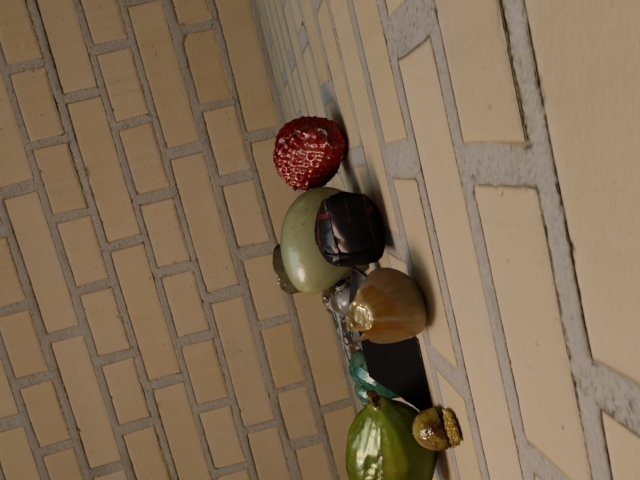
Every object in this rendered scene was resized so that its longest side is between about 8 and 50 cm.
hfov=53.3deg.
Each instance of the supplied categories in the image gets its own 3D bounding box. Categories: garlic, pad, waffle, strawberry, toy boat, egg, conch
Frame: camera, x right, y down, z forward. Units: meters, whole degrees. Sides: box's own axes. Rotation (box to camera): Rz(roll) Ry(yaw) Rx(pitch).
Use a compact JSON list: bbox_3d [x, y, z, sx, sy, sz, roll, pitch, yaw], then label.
[{"bbox_3d":[0.124,0.142,1.249,0.145,0.164,0.245,55,174,21],"label":"garlic"},{"bbox_3d":[0.124,0.199,1.643,0.174,0.022,0.233,36,133,46],"label":"pad"},{"bbox_3d":[0.257,0.366,1.245,0.085,0.016,0.078,97,158,-75],"label":"waffle"},{"bbox_3d":[-0.016,-0.243,1.696,0.244,0.205,0.205,-12,93,65],"label":"strawberry"},{"bbox_3d":[0.118,0.337,2.095,0.162,0.136,0.445,75,179,-76],"label":"toy boat"},{"bbox_3d":[0.000,0.000,1.661,0.218,0.219,0.295,86,-158,-65],"label":"egg"},{"bbox_3d":[0.172,0.289,1.541,0.300,0.005,0.202,16,122,64],"label":"pad"},{"bbox_3d":[0.153,0.389,1.790,0.196,0.134,0.202,-109,7,-52],"label":"conch"}]

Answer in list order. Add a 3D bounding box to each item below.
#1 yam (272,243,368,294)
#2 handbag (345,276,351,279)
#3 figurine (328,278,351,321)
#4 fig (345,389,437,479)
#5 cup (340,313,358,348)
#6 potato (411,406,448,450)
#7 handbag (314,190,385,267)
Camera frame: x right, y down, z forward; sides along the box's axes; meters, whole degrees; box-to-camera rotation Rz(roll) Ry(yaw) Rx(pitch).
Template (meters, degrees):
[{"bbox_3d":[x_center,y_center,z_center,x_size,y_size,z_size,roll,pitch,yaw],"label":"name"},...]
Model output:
[{"bbox_3d":[0.003,0.051,1.858,0.161,0.268,0.161,-19,-90,-85],"label":"yam"},{"bbox_3d":[0.057,0.114,2.397,0.223,0.080,0.246,121,135,-84],"label":"handbag"},{"bbox_3d":[0.101,0.191,1.889,0.192,0.147,0.126,57,156,-2],"label":"figurine"},{"bbox_3d":[0.157,0.484,1.461,0.314,0.233,0.233,75,178,-64],"label":"fig"},{"bbox_3d":[0.119,0.241,1.780,0.095,0.128,0.129,47,-151,-79],"label":"cup"},{"bbox_3d":[0.225,0.395,1.334,0.103,0.067,0.096,69,180,-63],"label":"potato"},{"bbox_3d":[0.062,-0.029,1.459,0.215,0.155,0.169,-141,43,-86],"label":"handbag"}]
